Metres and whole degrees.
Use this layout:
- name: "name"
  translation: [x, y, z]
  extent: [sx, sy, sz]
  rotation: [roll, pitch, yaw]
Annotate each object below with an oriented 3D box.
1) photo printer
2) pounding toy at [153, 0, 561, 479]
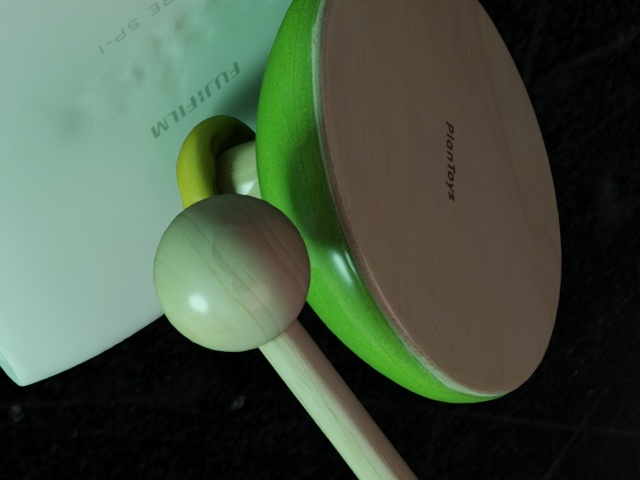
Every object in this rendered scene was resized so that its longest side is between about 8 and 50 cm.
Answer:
- name: "photo printer"
  translation: [-0.086, -0.091, 0.756]
  extent: [0.256, 0.107, 0.307]
  rotation: [-40, 146, -14]
- name: "pounding toy"
  translation: [0.000, 0.000, 0.737]
  extent: [0.183, 0.110, 0.237]
  rotation: [56, 36, -28]
